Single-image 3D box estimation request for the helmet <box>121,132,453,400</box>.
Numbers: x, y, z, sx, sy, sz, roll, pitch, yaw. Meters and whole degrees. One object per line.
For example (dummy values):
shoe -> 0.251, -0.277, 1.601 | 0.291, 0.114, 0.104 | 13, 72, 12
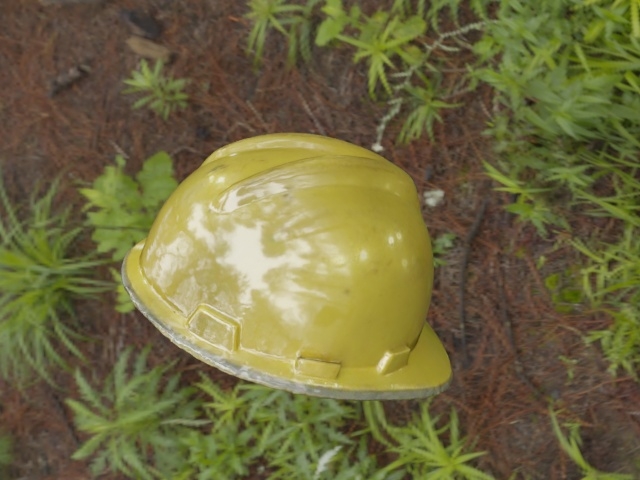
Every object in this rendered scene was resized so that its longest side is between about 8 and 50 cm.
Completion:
helmet -> 0.000, 0.000, 0.690 | 0.205, 0.257, 0.140 | -116, 43, -57
